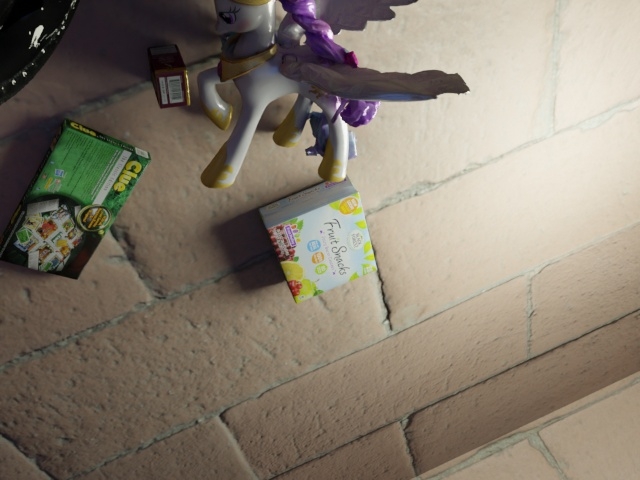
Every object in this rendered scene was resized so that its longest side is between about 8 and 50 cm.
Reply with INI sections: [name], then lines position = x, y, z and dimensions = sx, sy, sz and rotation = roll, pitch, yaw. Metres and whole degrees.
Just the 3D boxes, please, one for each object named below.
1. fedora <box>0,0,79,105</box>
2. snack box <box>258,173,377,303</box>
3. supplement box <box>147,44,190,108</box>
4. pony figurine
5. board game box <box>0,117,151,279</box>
[fedora]
position = -0.367, -0.291, 0.640
dimensions = 0.152, 0.334, 0.334
rotation = 24, 120, -2
[snack box]
position = 0.000, 0.000, 1.175
dimensions = 0.174, 0.070, 0.207
rotation = -22, 135, -6
[supplement box]
position = -0.209, -0.226, 0.875
dimensions = 0.043, 0.083, 0.055
rotation = -11, 132, -15
[pony figurine]
position = -0.013, -0.232, 0.865
dimensions = 0.351, 0.302, 0.363
rotation = -4, 145, -11
[board game box]
position = -0.384, -0.054, 0.983
dimensions = 0.136, 0.030, 0.259
rotation = 23, 116, -35
